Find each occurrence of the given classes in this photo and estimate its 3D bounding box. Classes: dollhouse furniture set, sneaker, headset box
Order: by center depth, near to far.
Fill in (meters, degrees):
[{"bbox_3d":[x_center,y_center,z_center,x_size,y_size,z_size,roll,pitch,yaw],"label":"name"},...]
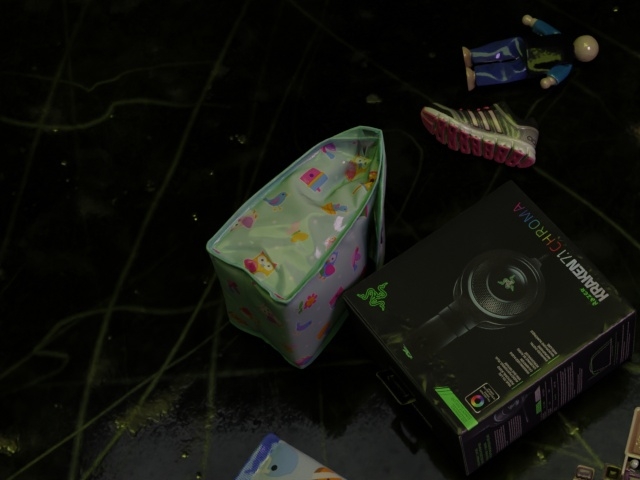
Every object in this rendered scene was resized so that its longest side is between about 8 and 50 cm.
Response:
[{"bbox_3d":[0.355,0.236,1.613,0.091,0.081,0.114,12,63,17],"label":"dollhouse furniture set"},{"bbox_3d":[0.198,0.109,1.688,0.283,0.131,0.246,-33,59,-9],"label":"headset box"},{"bbox_3d":[0.224,-0.159,1.883,0.170,0.063,0.074,20,66,15],"label":"sneaker"}]

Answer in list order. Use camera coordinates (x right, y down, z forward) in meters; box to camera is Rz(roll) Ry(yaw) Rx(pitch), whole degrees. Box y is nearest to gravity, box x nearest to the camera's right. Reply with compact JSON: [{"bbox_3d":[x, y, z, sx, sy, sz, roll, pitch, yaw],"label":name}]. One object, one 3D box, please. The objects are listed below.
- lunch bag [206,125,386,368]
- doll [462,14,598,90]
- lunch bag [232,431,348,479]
[{"bbox_3d":[0.000,0.000,1.734,0.160,0.223,0.262,35,69,20],"label":"lunch bag"},{"bbox_3d":[0.297,-0.263,1.939,0.189,0.046,0.129,-8,60,6],"label":"doll"},{"bbox_3d":[-0.034,0.466,1.462,0.328,0.239,0.385,27,60,22],"label":"lunch bag"}]
